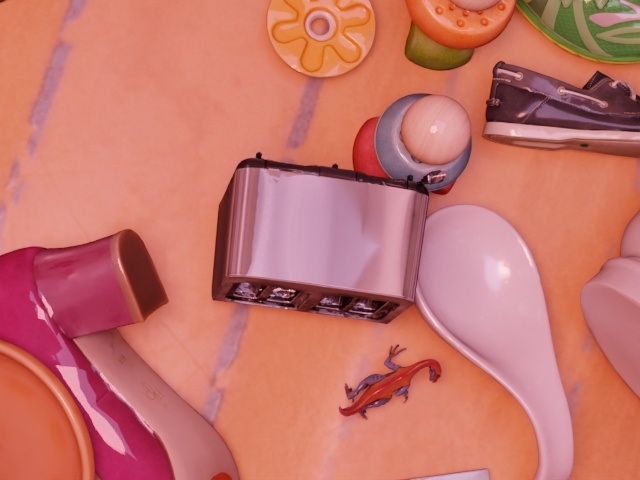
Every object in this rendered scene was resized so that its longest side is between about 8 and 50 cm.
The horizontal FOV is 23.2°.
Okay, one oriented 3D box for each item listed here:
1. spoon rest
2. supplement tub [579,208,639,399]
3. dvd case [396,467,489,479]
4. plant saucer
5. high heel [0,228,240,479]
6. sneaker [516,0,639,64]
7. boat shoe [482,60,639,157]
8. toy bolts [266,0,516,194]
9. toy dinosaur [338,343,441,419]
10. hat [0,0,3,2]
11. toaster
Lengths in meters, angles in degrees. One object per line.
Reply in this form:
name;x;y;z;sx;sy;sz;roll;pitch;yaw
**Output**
spoon rest;0.161;0.099;1.384;0.137;0.084;0.276;-18;88;-33
supplement tub;0.417;0.013;1.364;0.331;0.241;0.241;-39;90;-12
dvd case;0.098;0.254;1.396;0.119;0.013;0.087;-5;83;-8
plant saucer;-0.267;0.172;1.290;0.200;0.037;0.200;7;106;24
high heel;-0.184;0.182;1.338;0.181;0.127;0.377;-16;91;21
sneaker;0.215;-0.263;1.427;0.295;0.123;0.109;34;78;-4
boat shoe;0.268;-0.119;1.437;0.233;0.084;0.079;7;82;-5
toy bolts;0.068;-0.157;1.371;0.218;0.158;0.228;0;82;-9
toy dinosaur;0.067;0.131;1.382;0.082;0.090;0.047;-26;104;19
hat;-0.371;-0.352;1.340;0.331;0.134;0.331;1;81;-9
toaster;0.000;0.000;1.327;0.168;0.186;0.110;7;77;-9
